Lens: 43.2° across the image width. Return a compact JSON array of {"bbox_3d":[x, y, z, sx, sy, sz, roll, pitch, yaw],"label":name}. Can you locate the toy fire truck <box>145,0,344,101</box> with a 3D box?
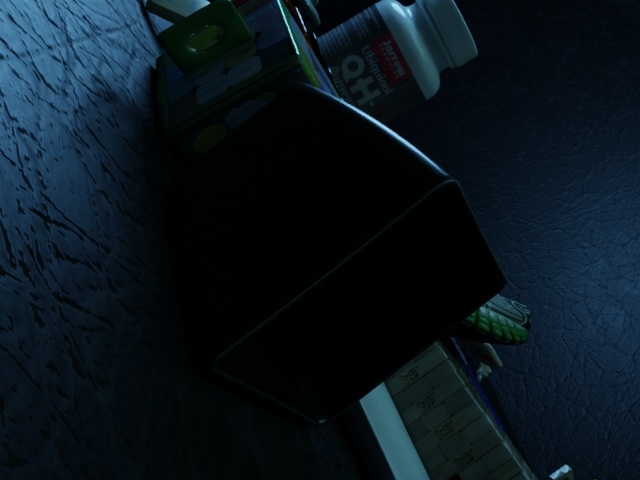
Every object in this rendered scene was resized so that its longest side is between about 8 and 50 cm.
[{"bbox_3d":[-0.080,-0.222,0.920,0.246,0.158,0.217,67,4,-48],"label":"toy fire truck"}]

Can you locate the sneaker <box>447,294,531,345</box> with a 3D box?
[{"bbox_3d":[0.133,0.014,0.943,0.343,0.146,0.134,36,-15,-26],"label":"sneaker"}]

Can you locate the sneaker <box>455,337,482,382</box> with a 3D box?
[{"bbox_3d":[0.166,0.172,1.207,0.095,0.104,0.236,19,-31,40],"label":"sneaker"}]

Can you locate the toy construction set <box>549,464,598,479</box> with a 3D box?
[{"bbox_3d":[0.381,0.465,1.284,0.309,0.257,0.237,43,2,-33],"label":"toy construction set"}]

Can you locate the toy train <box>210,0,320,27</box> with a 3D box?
[{"bbox_3d":[-0.121,-0.402,1.169,0.190,0.142,0.334,58,5,36],"label":"toy train"}]

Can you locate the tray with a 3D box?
[{"bbox_3d":[0.034,0.138,0.793,0.270,0.030,0.145,65,11,13],"label":"tray"}]

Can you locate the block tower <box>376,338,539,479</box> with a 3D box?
[{"bbox_3d":[0.163,0.236,0.870,0.335,0.097,0.091,55,7,13],"label":"block tower"}]

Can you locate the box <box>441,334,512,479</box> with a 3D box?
[{"bbox_3d":[0.182,0.252,1.048,0.261,0.103,0.184,60,7,-10],"label":"box"}]

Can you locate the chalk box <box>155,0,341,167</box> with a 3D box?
[{"bbox_3d":[-0.059,-0.118,0.711,0.213,0.132,0.132,55,12,-40],"label":"chalk box"}]

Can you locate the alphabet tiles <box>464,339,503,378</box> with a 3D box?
[{"bbox_3d":[0.171,0.097,1.281,0.284,0.021,0.278,58,-15,-25],"label":"alphabet tiles"}]

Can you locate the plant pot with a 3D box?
[{"bbox_3d":[0.000,0.000,0.598,0.167,0.187,0.188,55,5,33],"label":"plant pot"}]

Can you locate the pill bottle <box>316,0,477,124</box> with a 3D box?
[{"bbox_3d":[0.084,-0.278,1.314,0.176,0.318,0.176,58,11,-19],"label":"pill bottle"}]
